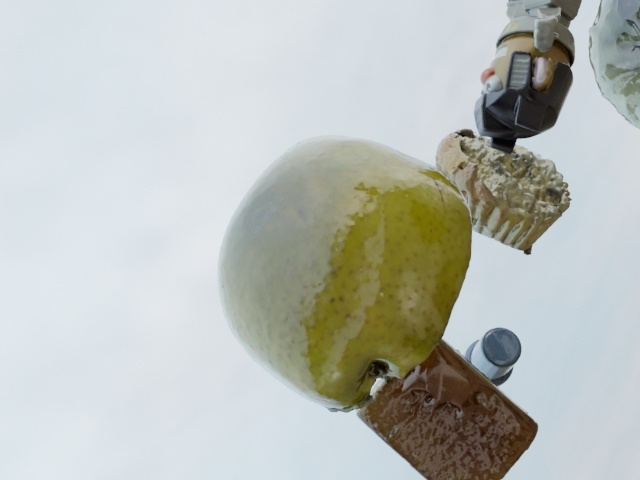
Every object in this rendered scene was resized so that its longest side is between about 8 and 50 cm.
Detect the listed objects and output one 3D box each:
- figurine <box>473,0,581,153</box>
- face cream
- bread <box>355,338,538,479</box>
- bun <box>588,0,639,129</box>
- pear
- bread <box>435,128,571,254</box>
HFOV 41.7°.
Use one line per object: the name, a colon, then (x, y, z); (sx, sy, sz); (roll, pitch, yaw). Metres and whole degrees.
figurine: (0.337, -0.284, 1.351); (0.308, 0.143, 0.308); (8, -90, -70)
face cream: (0.287, 0.249, 1.540); (0.135, 0.086, 0.385); (-22, -21, -12)
bread: (0.193, 0.272, 1.290); (0.184, 0.234, 0.110); (-50, 0, 3)
bun: (0.410, -0.232, 0.907); (0.168, 0.273, 0.273); (11, -76, -35)
pear: (0.000, 0.000, 1.052); (0.340, 0.386, 0.191); (-37, -51, 19)
bread: (0.331, -0.099, 1.594); (0.274, 0.274, 0.149); (-22, -35, -50)
